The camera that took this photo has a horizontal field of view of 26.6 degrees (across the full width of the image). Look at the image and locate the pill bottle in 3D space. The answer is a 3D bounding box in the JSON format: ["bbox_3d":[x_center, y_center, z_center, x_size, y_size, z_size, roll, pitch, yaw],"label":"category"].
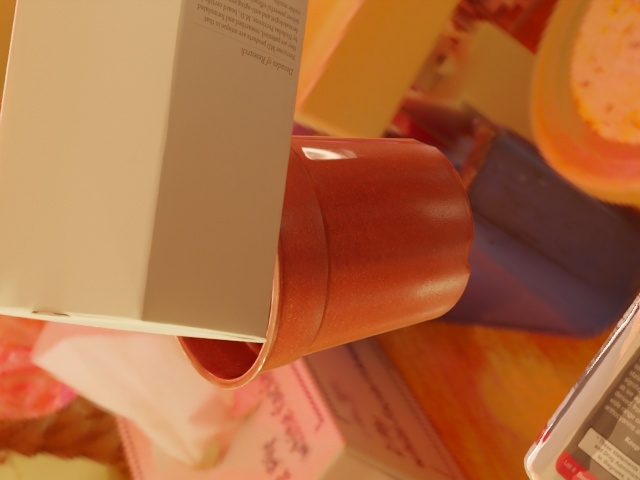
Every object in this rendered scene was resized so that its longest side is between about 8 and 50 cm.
[{"bbox_3d":[0.335,0.119,1.176,0.319,0.176,0.176,-56,30,7],"label":"pill bottle"}]

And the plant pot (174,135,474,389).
[{"bbox_3d":[0.000,0.000,1.426,0.272,0.265,0.273,19,112,56],"label":"plant pot"}]

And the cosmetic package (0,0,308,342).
[{"bbox_3d":[-0.136,-0.112,1.061,0.197,0.155,0.366,4,85,37],"label":"cosmetic package"}]
